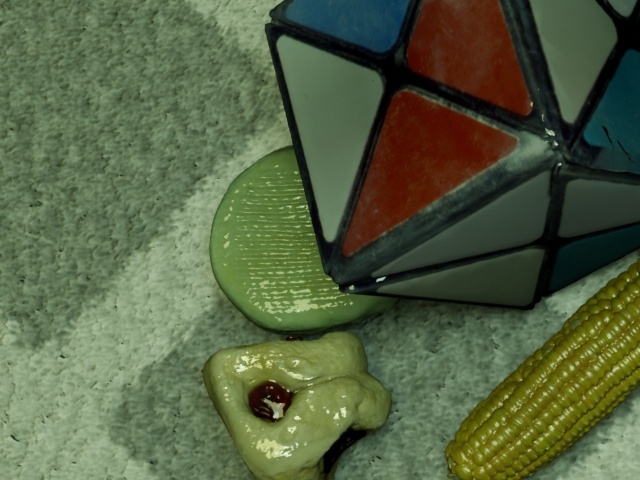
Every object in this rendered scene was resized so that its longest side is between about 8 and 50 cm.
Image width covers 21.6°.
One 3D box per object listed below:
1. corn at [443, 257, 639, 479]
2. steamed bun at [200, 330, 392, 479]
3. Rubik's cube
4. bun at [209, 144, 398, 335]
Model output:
[{"bbox_3d":[0.246,0.131,1.600,0.313,0.102,0.102,-43,69,-1],"label":"corn"},{"bbox_3d":[-0.012,0.162,1.637,0.155,0.141,0.172,-30,66,-2],"label":"steamed bun"},{"bbox_3d":[0.176,-0.127,1.533,0.305,0.310,0.307,-34,62,38],"label":"Rubik's cube"},{"bbox_3d":[-0.003,0.000,1.694,0.221,0.108,0.221,-4,72,14],"label":"bun"}]
